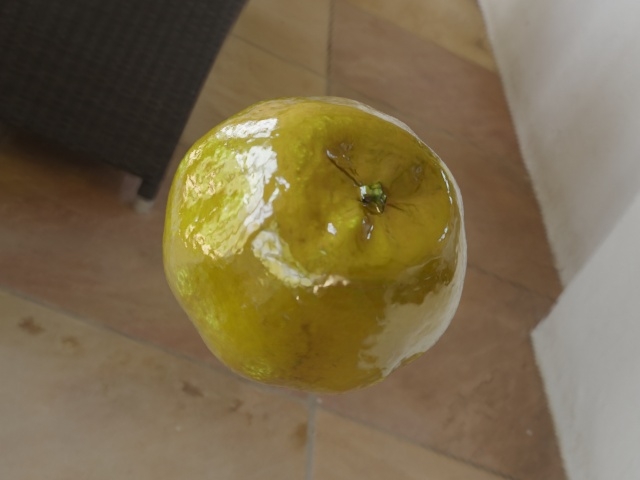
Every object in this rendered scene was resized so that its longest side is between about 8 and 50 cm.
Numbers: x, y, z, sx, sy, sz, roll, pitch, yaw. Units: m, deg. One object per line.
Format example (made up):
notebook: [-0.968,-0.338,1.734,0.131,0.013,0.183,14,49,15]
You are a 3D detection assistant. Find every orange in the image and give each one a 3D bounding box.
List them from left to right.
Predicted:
orange: [0.000,0.000,0.937,0.279,0.235,0.279,4,78,-20]
